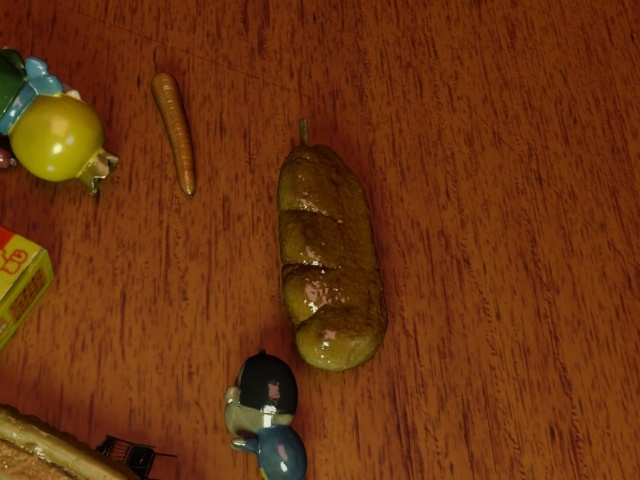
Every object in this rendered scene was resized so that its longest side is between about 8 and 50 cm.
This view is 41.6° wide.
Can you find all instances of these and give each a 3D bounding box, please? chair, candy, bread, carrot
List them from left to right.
[{"bbox_3d":[-0.458,0.018,0.947,0.276,0.088,0.146,25,63,5],"label":"candy"},{"bbox_3d":[-0.198,0.235,0.903,0.086,0.042,0.037,-1,54,32],"label":"chair"},{"bbox_3d":[-0.187,-0.141,1.102,0.037,0.037,0.190,-12,66,-15],"label":"carrot"},{"bbox_3d":[0.001,-0.002,1.030,0.124,0.084,0.344,8,58,-30],"label":"bread"}]

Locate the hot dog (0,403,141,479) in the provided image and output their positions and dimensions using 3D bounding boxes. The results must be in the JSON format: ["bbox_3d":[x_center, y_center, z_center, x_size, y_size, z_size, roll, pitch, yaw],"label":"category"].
[{"bbox_3d":[-0.296,0.226,0.869,0.289,0.068,0.083,27,76,10],"label":"hot dog"}]

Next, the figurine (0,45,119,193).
[{"bbox_3d":[-0.359,-0.156,1.048,0.234,0.185,0.127,27,89,-21],"label":"figurine"}]

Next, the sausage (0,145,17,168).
[{"bbox_3d":[-0.485,-0.129,1.054,0.223,0.029,0.029,17,61,1],"label":"sausage"}]

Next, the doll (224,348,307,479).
[{"bbox_3d":[-0.057,0.205,0.912,0.102,0.089,0.179,15,64,-48],"label":"doll"}]
